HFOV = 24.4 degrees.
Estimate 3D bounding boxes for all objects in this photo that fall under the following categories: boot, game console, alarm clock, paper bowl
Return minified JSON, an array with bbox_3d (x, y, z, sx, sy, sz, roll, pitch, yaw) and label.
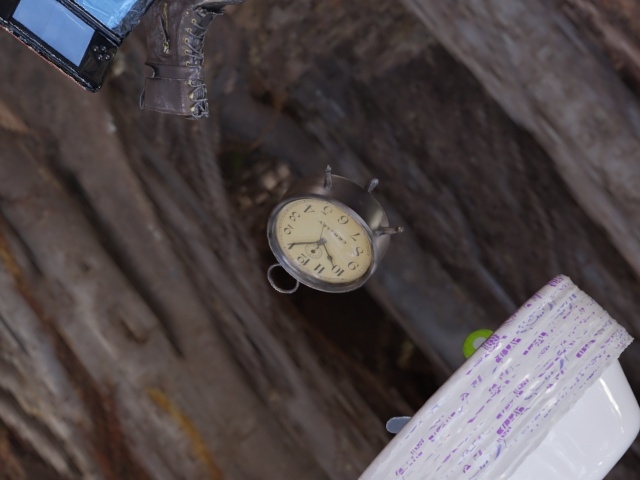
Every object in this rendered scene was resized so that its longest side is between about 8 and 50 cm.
[{"bbox_3d":[-0.203,-0.311,2.397,0.263,0.229,0.091,5,-166,43],"label":"boot"},{"bbox_3d":[-0.240,-0.240,1.455,0.085,0.144,0.124,-35,-151,36],"label":"game console"},{"bbox_3d":[0.000,0.000,1.626,0.192,0.129,0.064,-44,-172,39],"label":"alarm clock"},{"bbox_3d":[0.165,0.176,1.281,0.284,0.148,0.284,-45,168,-12],"label":"paper bowl"}]

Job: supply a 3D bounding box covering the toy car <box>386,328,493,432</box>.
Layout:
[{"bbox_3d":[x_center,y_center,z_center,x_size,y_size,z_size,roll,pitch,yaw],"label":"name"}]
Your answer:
[{"bbox_3d":[0.188,0.240,2.036,0.188,0.149,0.155,-23,134,6],"label":"toy car"}]
